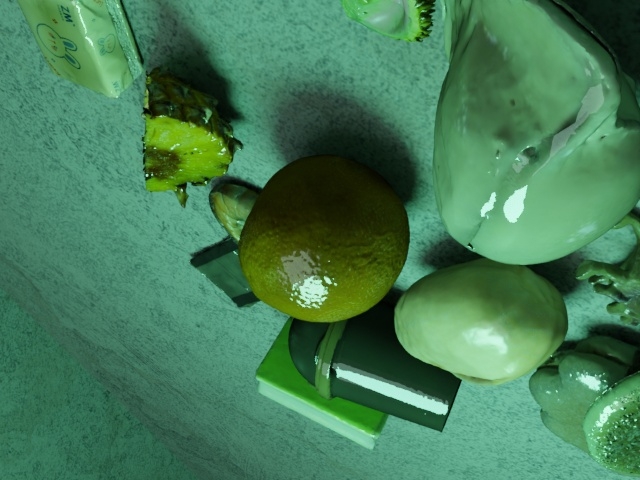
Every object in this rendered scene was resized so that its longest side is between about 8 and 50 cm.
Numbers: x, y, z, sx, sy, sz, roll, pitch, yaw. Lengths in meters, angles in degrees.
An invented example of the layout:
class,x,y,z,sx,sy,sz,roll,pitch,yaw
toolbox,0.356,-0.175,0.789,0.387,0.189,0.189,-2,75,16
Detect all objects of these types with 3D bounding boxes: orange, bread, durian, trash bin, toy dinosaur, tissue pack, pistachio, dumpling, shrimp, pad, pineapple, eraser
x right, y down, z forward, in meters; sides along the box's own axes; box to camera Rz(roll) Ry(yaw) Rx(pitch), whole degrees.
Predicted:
class,x,y,z,sx,sy,sz,roll,pitch,yaw
orange,0.000,0.000,1.166,0.264,0.264,0.264,25,150,16
bread,0.508,0.263,1.131,0.266,0.041,0.267,-2,133,-3
bread,0.445,0.267,1.283,0.183,0.102,0.337,12,146,37
durian,0.068,-0.285,0.804,0.137,0.096,0.220,27,-179,20
trash bin,0.094,0.209,1.432,0.333,0.214,0.214,22,149,15
toy dinosaur,0.441,0.042,1.004,0.199,0.072,0.251,32,141,-18
tissue pack,-0.374,-0.331,1.212,0.148,0.092,0.196,22,148,21
pistachio,0.239,0.125,1.188,0.187,0.188,0.299,42,151,-15
dumpling,0.188,-0.137,0.797,0.316,0.233,0.395,59,-178,17
shrimp,-0.085,0.002,1.457,0.290,0.054,0.222,25,149,22
pad,-0.177,0.071,1.693,0.174,0.022,0.233,43,148,-14
pineapple,-0.210,-0.181,1.264,0.161,0.158,0.334,-5,157,-11
eraser,0.032,0.266,1.585,0.274,0.210,0.092,21,148,16
